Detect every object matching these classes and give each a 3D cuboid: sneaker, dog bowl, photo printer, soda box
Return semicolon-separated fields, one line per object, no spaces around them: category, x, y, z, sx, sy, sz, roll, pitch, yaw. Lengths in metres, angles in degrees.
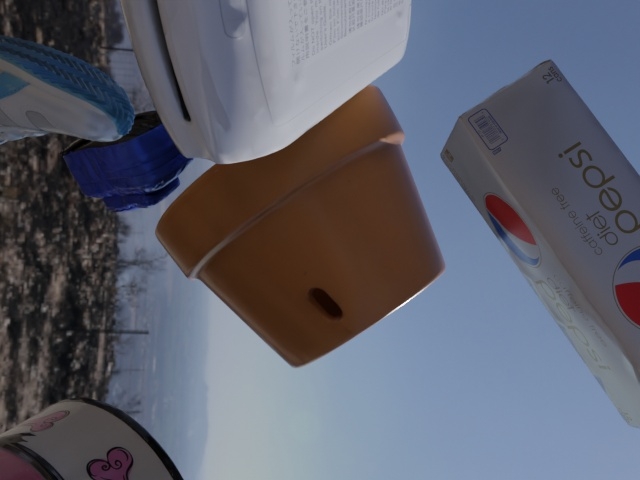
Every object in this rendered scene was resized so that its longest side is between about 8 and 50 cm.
sneaker;-0.255;-0.108;0.481;0.087;0.228;0.092;-67;172;-71
dog bowl;-0.297;0.387;0.665;0.150;0.407;0.408;-2;92;-54
photo printer;-0.028;-0.215;0.466;0.307;0.107;0.256;-47;142;-47
soda box;0.163;0.006;0.377;0.216;0.069;0.074;58;-4;9

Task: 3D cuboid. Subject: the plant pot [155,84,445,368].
plant pot;0.000;0.000;0.684;0.204;0.290;0.291;56;-15;4

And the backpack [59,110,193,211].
backpack;-0.199;-0.089;0.694;0.101;0.120;0.098;63;38;-25
